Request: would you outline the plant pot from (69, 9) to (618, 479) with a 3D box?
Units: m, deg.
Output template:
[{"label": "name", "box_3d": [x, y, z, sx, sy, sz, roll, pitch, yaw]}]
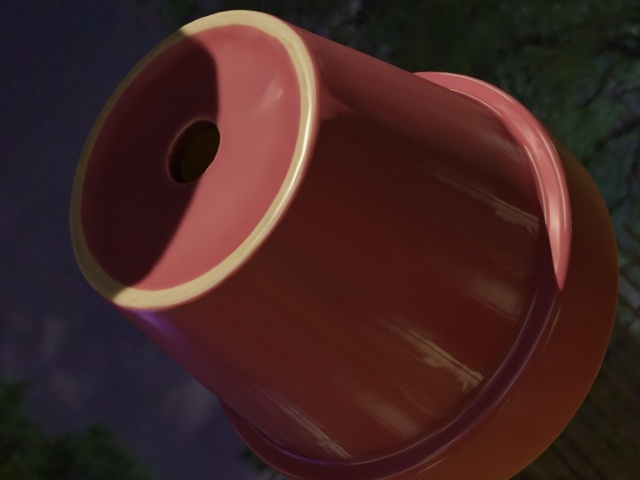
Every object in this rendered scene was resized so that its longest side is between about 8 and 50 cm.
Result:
[{"label": "plant pot", "box_3d": [0.000, 0.000, 0.610, 0.201, 0.201, 0.180, -46, -43, 12]}]
